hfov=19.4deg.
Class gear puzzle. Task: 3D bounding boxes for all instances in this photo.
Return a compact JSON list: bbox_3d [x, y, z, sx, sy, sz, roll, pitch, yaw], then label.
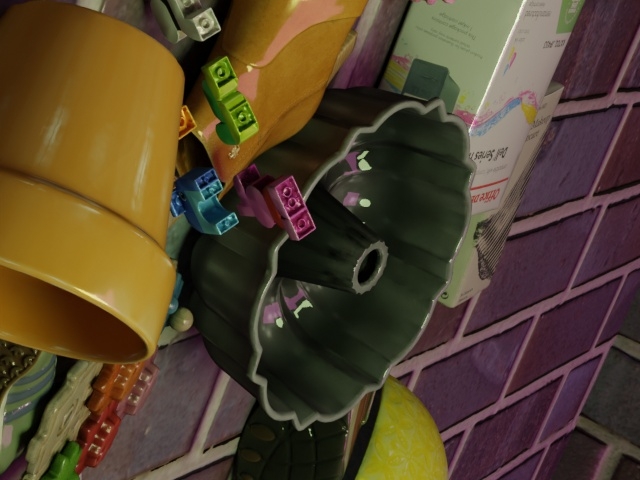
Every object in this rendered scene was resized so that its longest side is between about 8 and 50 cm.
[{"bbox_3d":[-0.188,0.154,1.502,0.339,0.044,0.175,-55,170,-54],"label":"gear puzzle"}]

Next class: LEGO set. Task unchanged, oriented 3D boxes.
[{"bbox_3d":[-0.105,-0.087,1.404,0.087,0.093,0.227,-36,112,-29],"label":"LEGO set"}]

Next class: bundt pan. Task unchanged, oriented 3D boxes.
[{"bbox_3d":[0.000,0.000,1.726,0.331,0.124,0.331,-37,142,-36],"label":"bundt pan"}]

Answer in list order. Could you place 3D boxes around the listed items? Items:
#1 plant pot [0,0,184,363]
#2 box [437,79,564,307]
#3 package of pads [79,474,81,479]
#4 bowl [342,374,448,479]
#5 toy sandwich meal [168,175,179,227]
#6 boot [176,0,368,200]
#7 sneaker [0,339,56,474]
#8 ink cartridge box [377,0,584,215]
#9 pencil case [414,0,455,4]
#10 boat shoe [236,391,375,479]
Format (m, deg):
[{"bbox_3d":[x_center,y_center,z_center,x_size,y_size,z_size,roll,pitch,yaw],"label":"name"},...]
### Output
[{"bbox_3d":[-0.176,-0.044,1.210,0.205,0.205,0.188,63,42,-66],"label":"plant pot"},{"bbox_3d":[0.180,-0.068,2.165,0.113,0.094,0.275,-28,141,-56],"label":"box"},{"bbox_3d":[-0.231,0.220,1.625,0.050,0.032,0.083,-49,156,-39],"label":"package of pads"},{"bbox_3d":[0.068,0.306,2.114,0.289,0.156,0.289,-61,-171,17],"label":"bowl"},{"bbox_3d":[-0.140,-0.017,1.544,0.085,0.029,0.085,-50,157,-31],"label":"toy sandwich meal"},{"bbox_3d":[-0.042,-0.163,1.488,0.211,0.104,0.295,-52,162,-28],"label":"boot"},{"bbox_3d":[-0.234,0.097,1.426,0.192,0.064,0.086,-68,167,16],"label":"sneaker"},{"bbox_3d":[0.144,-0.138,1.950,0.207,0.119,0.353,-16,131,-64],"label":"ink cartridge box"},{"bbox_3d":[0.154,-0.356,1.640,0.386,0.160,0.167,-46,163,-39],"label":"pencil case"},{"bbox_3d":[0.008,0.168,2.018,0.120,0.122,0.324,-30,144,-61],"label":"boat shoe"}]
